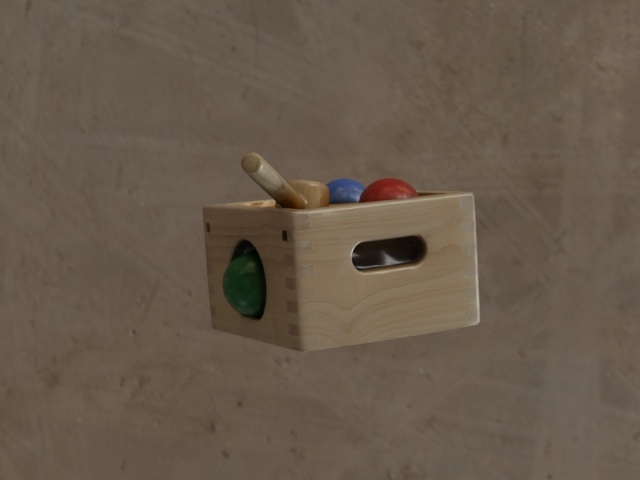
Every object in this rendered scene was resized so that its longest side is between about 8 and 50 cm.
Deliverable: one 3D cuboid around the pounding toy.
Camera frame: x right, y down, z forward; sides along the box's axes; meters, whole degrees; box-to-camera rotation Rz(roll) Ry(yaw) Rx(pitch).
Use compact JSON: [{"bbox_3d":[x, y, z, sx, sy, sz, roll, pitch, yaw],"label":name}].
[{"bbox_3d":[0.000,0.000,0.693,0.141,0.130,0.100,-6,96,-28],"label":"pounding toy"}]
